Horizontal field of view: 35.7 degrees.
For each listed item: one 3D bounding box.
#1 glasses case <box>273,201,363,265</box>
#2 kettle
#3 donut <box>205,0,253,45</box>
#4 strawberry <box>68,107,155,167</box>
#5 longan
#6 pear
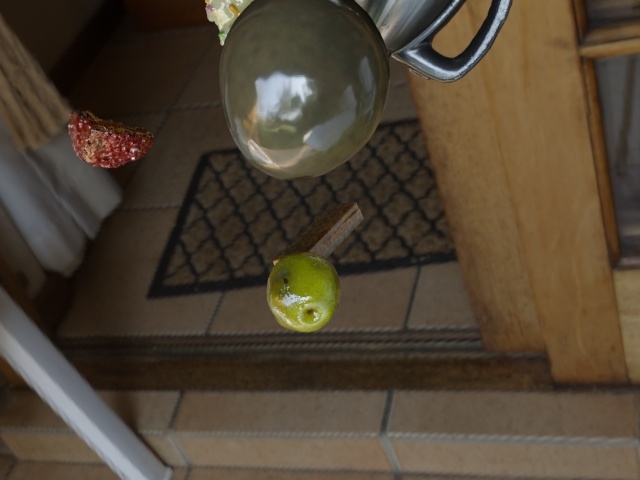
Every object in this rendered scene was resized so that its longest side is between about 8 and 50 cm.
[{"bbox_3d":[0.000,0.000,1.991,0.075,0.049,0.218,-7,27,41],"label":"glasses case"},{"bbox_3d":[0.131,-0.381,1.440,0.271,0.251,0.207,-59,27,19],"label":"kettle"},{"bbox_3d":[-0.091,-0.518,2.007,0.307,0.150,0.371,-44,3,9],"label":"donut"},{"bbox_3d":[-0.345,-0.159,1.603,0.192,0.140,0.085,32,103,55],"label":"strawberry"},{"bbox_3d":[-0.024,-0.193,1.213,0.215,0.246,0.246,22,49,5],"label":"longan"},{"bbox_3d":[-0.039,0.083,1.693,0.141,0.104,0.141,-21,53,30],"label":"pear"}]
